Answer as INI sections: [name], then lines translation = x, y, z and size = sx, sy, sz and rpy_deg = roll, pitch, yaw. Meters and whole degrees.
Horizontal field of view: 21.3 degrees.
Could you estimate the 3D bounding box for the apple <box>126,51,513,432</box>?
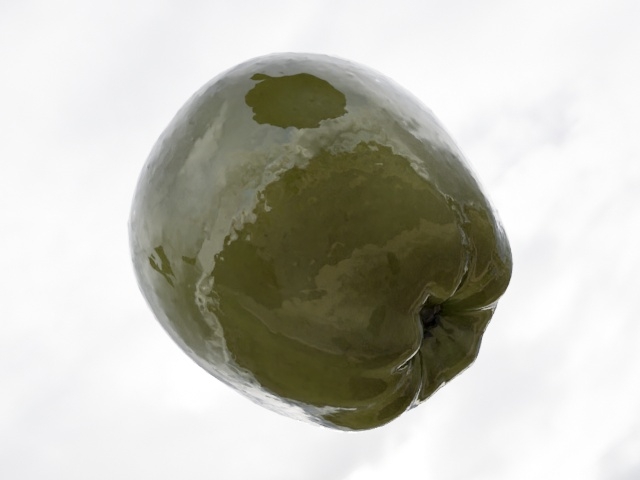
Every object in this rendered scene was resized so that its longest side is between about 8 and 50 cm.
[apple]
translation = 0.000, 0.000, 0.880
size = 0.200, 0.200, 0.200
rpy_deg = -23, -38, -19
